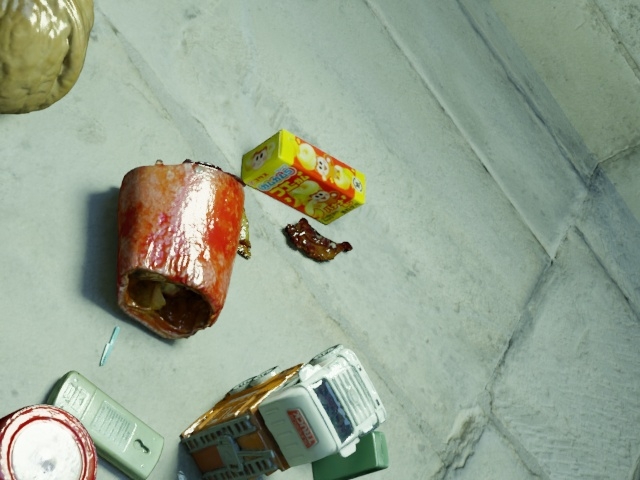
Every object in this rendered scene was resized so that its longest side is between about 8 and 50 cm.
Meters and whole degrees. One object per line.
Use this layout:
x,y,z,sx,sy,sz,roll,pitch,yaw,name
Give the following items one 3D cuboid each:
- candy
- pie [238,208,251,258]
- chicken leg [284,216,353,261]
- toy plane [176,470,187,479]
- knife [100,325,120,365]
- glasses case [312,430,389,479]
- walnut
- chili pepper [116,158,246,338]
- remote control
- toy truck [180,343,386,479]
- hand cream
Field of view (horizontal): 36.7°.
-0.036,-0.145,2.278,0.276,0.146,0.088,28,51,-36,candy
-0.196,-0.054,2.142,0.088,0.033,0.191,6,64,-40,pie
-0.001,0.005,2.300,0.219,0.048,0.089,25,55,-35,chicken leg
-0.243,0.506,1.740,0.171,0.066,0.162,33,47,-32,toy plane
-0.394,0.197,1.806,0.014,0.005,0.091,39,45,-27,knife
0.060,0.452,1.999,0.039,0.184,0.077,16,57,-43,glasses case
-0.548,-0.381,1.742,0.277,0.313,0.252,-18,65,-43,walnut
-0.276,0.007,1.874,0.251,0.229,0.305,41,41,-47,chili pepper
-0.381,0.330,1.718,0.233,0.038,0.098,43,44,-22,remote control
-0.077,0.337,1.772,0.207,0.388,0.173,-29,90,-45,toy truck
-0.465,0.364,1.543,0.193,0.125,0.193,27,48,-34,hand cream
